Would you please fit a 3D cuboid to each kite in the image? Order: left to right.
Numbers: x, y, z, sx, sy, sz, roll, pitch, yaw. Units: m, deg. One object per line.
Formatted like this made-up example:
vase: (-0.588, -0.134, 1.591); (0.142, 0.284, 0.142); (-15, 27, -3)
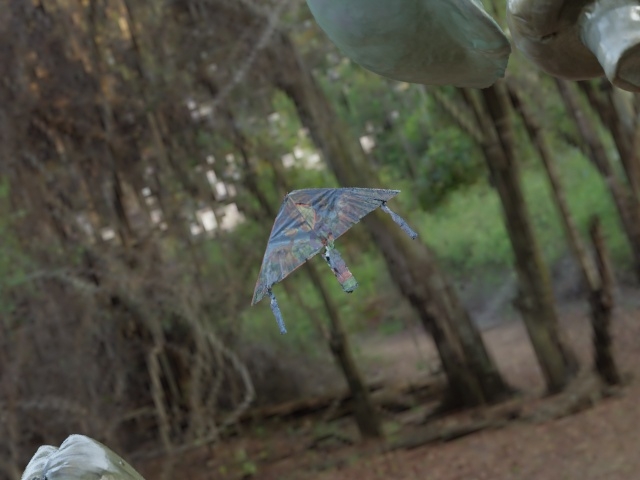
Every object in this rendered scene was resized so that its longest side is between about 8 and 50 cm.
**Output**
kite: (0.000, 0.000, 1.505); (0.183, 0.160, 0.010); (-37, -44, 2)

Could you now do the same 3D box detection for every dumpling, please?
dumpling: (0.071, -0.183, 1.139); (0.149, 0.105, 0.216); (-8, -36, 32)

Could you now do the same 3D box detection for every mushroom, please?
mushroom: (0.372, -0.294, 2.046); (0.243, 0.243, 0.243); (-19, -3, -1)

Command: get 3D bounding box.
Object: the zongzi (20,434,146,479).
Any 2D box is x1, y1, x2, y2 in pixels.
zongzi: (-0.085, 0.243, 1.149); (0.256, 0.228, 0.115); (-12, 14, 12)
